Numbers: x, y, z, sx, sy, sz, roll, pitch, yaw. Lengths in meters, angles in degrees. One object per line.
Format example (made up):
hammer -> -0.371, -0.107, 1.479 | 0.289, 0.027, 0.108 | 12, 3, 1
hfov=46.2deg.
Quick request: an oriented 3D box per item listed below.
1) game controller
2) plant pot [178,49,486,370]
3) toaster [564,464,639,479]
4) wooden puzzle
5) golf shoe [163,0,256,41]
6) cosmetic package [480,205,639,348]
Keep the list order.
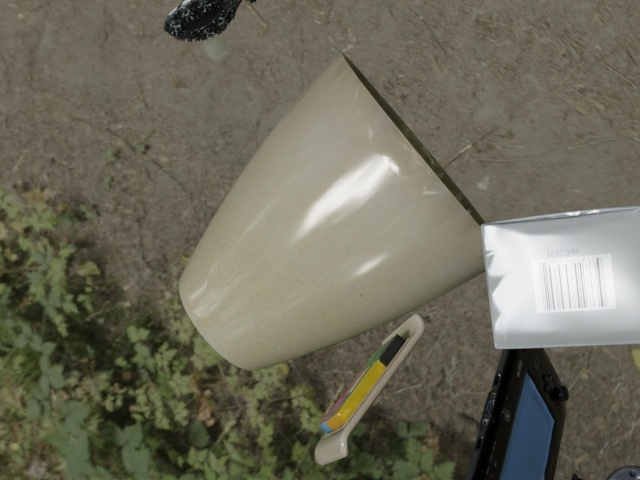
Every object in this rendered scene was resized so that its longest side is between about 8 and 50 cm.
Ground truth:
game controller -> 0.242, 0.259, 0.919 | 0.067, 0.319, 0.167 | -4, 127, 31
plant pot -> 0.000, 0.000, 0.754 | 0.274, 0.256, 0.256 | -40, 77, 13
toaster -> 0.331, 0.304, 0.695 | 0.226, 0.146, 0.129 | 23, 70, 29
wooden puzzle -> 0.067, 0.232, 1.175 | 0.044, 0.221, 0.239 | 34, 68, 3
golf shoe -> -0.154, -0.375, 1.123 | 0.198, 0.077, 0.094 | -28, 58, 18
cosmetic package -> 0.223, 0.026, 0.630 | 0.127, 0.238, 0.107 | -7, 91, 22
